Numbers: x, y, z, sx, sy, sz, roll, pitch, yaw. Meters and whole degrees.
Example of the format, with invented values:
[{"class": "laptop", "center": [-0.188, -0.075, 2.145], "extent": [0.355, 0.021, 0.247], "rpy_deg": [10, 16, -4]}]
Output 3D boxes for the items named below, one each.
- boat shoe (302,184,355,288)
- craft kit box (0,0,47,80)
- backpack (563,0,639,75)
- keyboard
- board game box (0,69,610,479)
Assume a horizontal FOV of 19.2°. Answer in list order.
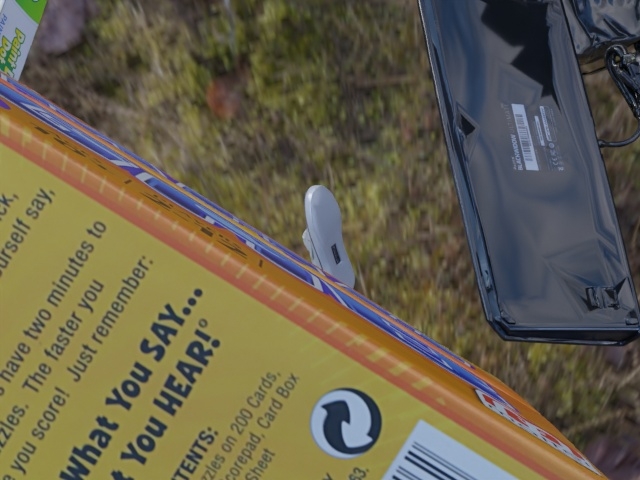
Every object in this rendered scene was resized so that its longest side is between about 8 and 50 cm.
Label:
[{"class": "boat shoe", "center": [0.000, 0.000, 1.619], "extent": [0.035, 0.035, 0.100], "rpy_deg": [-35, 116, -39]}, {"class": "craft kit box", "center": [-0.374, -0.127, 1.628], "extent": [0.250, 0.061, 0.246], "rpy_deg": [-7, 48, 27]}, {"class": "backpack", "center": [0.220, -0.212, 1.840], "extent": [0.152, 0.182, 0.115], "rpy_deg": [-11, 92, -26]}, {"class": "keyboard", "center": [0.181, -0.068, 1.400], "extent": [0.202, 0.033, 0.317], "rpy_deg": [2, 62, -21]}, {"class": "board game box", "center": [-0.135, 0.141, 0.875], "extent": [0.356, 0.356, 0.356], "rpy_deg": [32, 92, -4]}]
